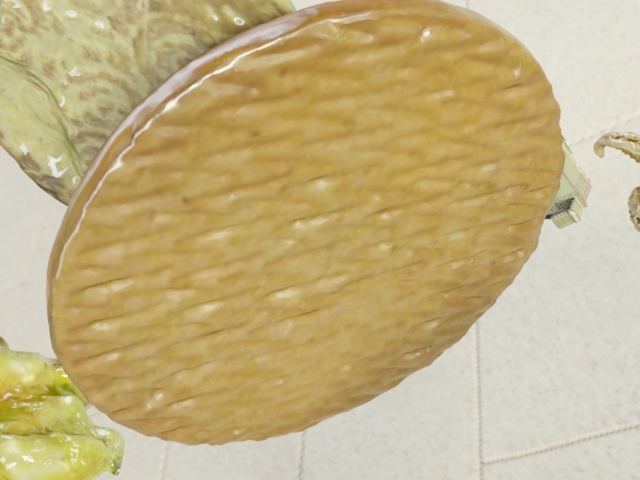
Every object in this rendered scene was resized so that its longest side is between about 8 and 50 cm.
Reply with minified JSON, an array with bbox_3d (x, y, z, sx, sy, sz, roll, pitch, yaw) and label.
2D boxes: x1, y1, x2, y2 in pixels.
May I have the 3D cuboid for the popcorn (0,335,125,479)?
[{"bbox_3d":[-0.363,0.218,0.958,0.274,0.335,0.279,-69,1,-64],"label":"popcorn"}]

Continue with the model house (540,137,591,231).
[{"bbox_3d":[0.134,-0.032,0.687,0.083,0.058,0.057,-23,24,43],"label":"model house"}]

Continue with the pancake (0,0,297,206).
[{"bbox_3d":[-0.096,-0.077,0.505,0.235,0.212,0.029,-40,21,48],"label":"pancake"}]

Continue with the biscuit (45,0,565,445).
[{"bbox_3d":[0.000,-0.001,0.470,0.262,0.262,0.037,-44,49,9],"label":"biscuit"}]

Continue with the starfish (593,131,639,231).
[{"bbox_3d":[0.324,-0.040,0.846,0.146,0.190,0.074,-44,-4,-21],"label":"starfish"}]
